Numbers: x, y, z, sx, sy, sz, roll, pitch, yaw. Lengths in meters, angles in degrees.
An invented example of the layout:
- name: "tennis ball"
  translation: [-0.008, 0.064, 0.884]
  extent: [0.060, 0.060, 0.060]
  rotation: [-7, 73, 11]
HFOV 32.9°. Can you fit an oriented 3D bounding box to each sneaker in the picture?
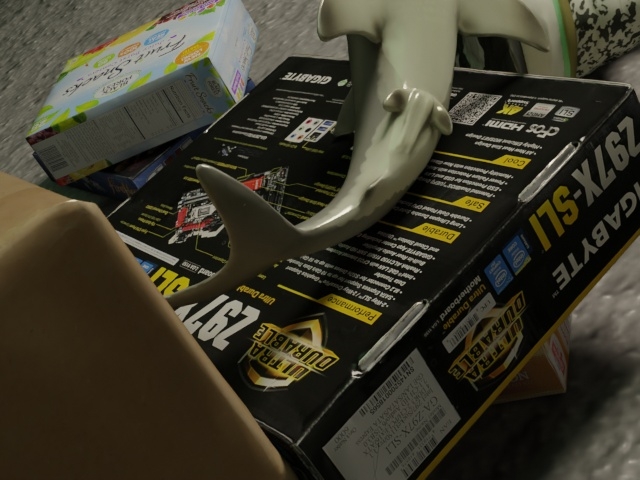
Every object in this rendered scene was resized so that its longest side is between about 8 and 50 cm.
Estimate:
- name: "sneaker"
  translation: [0.182, -0.206, 0.862]
  extent: [0.182, 0.158, 0.410]
  rotation: [-13, 27, 3]

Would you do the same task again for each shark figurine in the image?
- name: "shark figurine"
  translation: [0.017, -0.066, 0.586]
  extent: [0.116, 0.166, 0.278]
  rotation: [-31, 37, 57]

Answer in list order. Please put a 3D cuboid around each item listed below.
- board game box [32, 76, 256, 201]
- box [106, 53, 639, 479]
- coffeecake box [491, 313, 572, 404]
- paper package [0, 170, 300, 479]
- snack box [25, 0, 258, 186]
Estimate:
- name: "board game box"
  translation: [-0.186, -0.115, 1.147]
  extent: [0.165, 0.042, 0.243]
  rotation: [-45, 33, -22]
- name: "box"
  translation: [0.000, 0.000, 0.643]
  extent: [0.257, 0.079, 0.322]
  rotation: [-46, 33, -19]
- name: "coffeecake box"
  translation: [0.082, 0.018, 0.684]
  extent: [0.142, 0.068, 0.185]
  rotation: [-14, 34, 27]
- name: "paper package"
  translation: [-0.177, 0.169, 0.454]
  extent: [0.325, 0.310, 0.168]
  rotation: [-46, 37, -22]
- name: "snack box"
  translation: [-0.172, -0.157, 1.083]
  extent: [0.207, 0.070, 0.174]
  rotation: [-21, 31, 19]
